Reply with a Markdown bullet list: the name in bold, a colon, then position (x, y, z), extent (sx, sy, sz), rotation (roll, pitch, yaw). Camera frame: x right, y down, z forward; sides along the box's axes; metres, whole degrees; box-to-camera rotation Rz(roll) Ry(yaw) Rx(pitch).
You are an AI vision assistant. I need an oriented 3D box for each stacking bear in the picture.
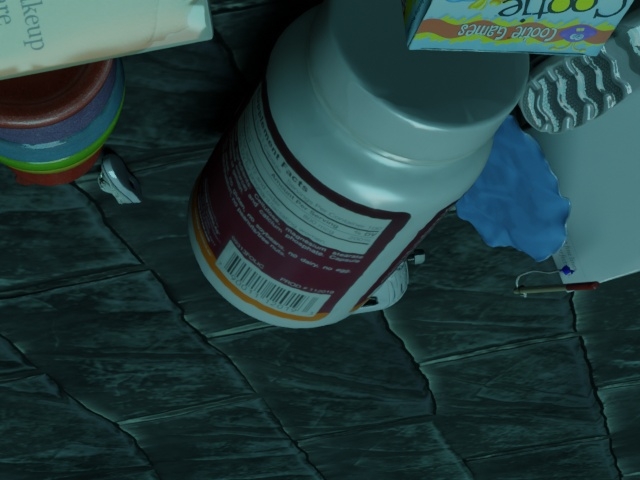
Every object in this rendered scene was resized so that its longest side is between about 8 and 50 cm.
- **stacking bear**: position (-0.257, -0.133, 1.484), extent (0.164, 0.175, 0.289), rotation (34, 166, 5)

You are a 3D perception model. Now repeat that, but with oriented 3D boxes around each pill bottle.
- **pill bottle**: position (0.028, -0.090, 1.555), extent (0.224, 0.224, 0.392), rotation (4, 152, -21)

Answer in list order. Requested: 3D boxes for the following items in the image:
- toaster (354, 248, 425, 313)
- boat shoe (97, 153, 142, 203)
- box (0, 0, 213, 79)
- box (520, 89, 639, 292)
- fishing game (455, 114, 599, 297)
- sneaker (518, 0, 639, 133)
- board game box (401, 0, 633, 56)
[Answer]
- **toaster**: position (0.000, 0.000, 1.826), extent (0.227, 0.146, 0.129), rotation (-6, 154, 1)
- **boat shoe**: position (-0.224, -0.064, 1.776), extent (0.035, 0.035, 0.100), rotation (-13, 160, 8)
- **box**: position (-0.249, -0.213, 1.262), extent (0.311, 0.121, 0.148), rotation (-13, 130, -6)
- **box**: position (0.316, -0.066, 1.682), extent (0.182, 0.181, 0.119), rotation (-19, -175, 26)
- **fishing game**: position (0.185, -0.062, 1.654), extent (0.041, 0.264, 0.189), rotation (-35, -168, -28)
- **sneaker**: position (0.301, -0.203, 1.544), extent (0.281, 0.115, 0.105), rotation (-20, 123, -4)
- **board game box**: position (0.127, -0.281, 1.116), extent (0.144, 0.275, 0.142), rotation (0, 154, -14)
